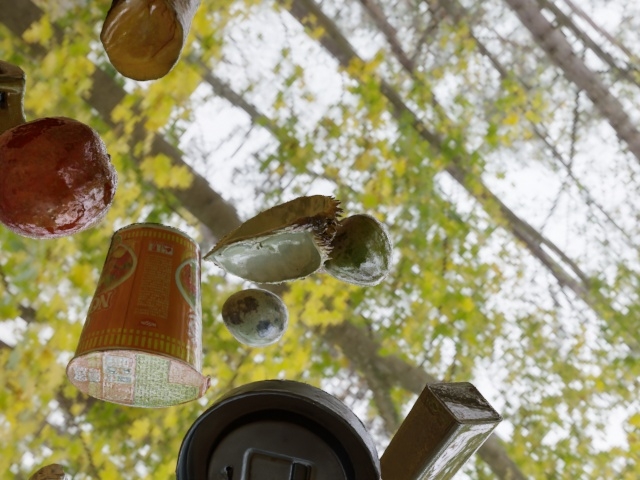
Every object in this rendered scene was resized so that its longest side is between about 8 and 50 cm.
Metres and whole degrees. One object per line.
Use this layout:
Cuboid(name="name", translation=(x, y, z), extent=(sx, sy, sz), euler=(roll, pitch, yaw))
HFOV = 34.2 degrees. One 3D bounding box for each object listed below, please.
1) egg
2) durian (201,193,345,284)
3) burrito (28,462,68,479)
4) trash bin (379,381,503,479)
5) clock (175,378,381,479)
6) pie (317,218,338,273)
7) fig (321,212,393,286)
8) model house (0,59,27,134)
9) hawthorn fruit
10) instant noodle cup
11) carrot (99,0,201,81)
Cuboid(name="egg", translation=(-0.158, 0.183, 2.477), extent=(0.141, 0.181, 0.141), euler=(-18, -119, 37))
Cuboid(name="durian", translation=(-0.066, 0.005, 1.733), extent=(0.252, 0.145, 0.139), euler=(-9, -178, 26))
Cuboid(name="burrito", translation=(-0.434, 0.505, 1.756), extent=(0.445, 0.101, 0.139), euler=(91, -12, -58))
Cuboid(name="trash bin", translation=(0.244, 0.425, 2.189), extent=(0.122, 0.164, 0.241), euler=(50, -59, 36))
Cuboid(name="clock", translation=(-0.062, 0.371, 1.618), extent=(0.325, 0.325, 0.067), euler=(-42, -175, 19))
Cuboid(name="pie", translation=(0.000, 0.000, 2.715), extent=(0.049, 0.182, 0.182), euler=(-20, -145, 41))
Cuboid(name="fig", translation=(0.086, 0.027, 2.473), extent=(0.181, 0.191, 0.181), euler=(-38, -164, 13))
Cuboid(name="model house", translation=(-0.691, -0.241, 2.055), extent=(0.268, 0.239, 0.173), euler=(26, -148, 36))
Cuboid(name="hawthorn fruit", translation=(-0.463, -0.093, 1.694), extent=(0.253, 0.205, 0.205), euler=(-21, -169, -21))
Cuboid(name="instant noodle cup", translation=(-0.208, 0.085, 1.254), extent=(0.168, 0.168, 0.185), euler=(-30, -134, 42))
Cuboid(name="carrot", translation=(-0.208, -0.315, 1.327), extent=(0.114, 0.114, 0.302), euler=(-40, -154, 24))
